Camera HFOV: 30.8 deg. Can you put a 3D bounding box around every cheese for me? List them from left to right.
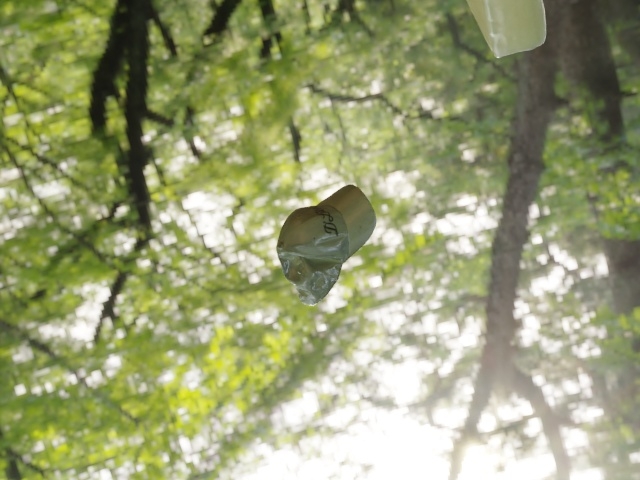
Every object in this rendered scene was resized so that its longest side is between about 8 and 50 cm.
[{"bbox_3d":[0.310,-0.504,2.076,0.123,0.266,0.243,-21,-132,0],"label":"cheese"}]

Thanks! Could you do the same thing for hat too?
[{"bbox_3d":[0.006,-0.002,1.624,0.166,0.122,0.081,-39,155,9],"label":"hat"}]
